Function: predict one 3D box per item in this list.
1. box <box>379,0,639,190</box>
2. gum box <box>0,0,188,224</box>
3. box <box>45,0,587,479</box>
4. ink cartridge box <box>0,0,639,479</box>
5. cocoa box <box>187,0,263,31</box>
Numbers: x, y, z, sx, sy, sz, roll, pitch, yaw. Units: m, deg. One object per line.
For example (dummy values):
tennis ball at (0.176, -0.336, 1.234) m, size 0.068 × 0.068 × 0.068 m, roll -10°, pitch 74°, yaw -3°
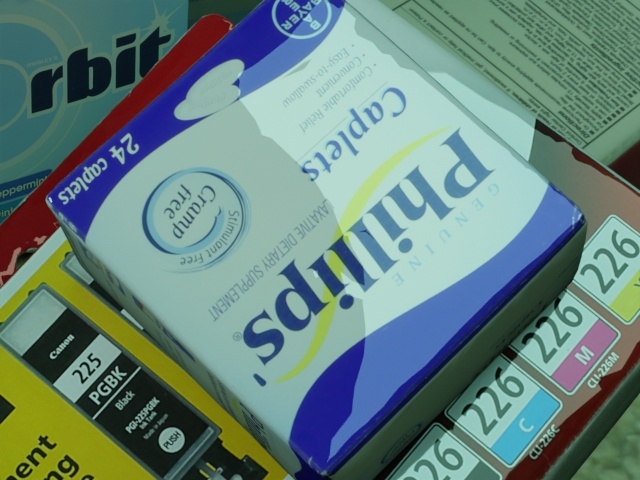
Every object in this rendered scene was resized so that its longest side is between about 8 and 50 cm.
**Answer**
box at (0.086, -0.056, 0.882) m, size 0.148 × 0.127 × 0.232 m, roll 42°, pitch 51°, yaw 16°
gum box at (-0.137, -0.085, 0.789) m, size 0.157 × 0.184 × 0.041 m, roll -20°, pitch 42°, yaw -32°
box at (0.000, 0.000, 0.573) m, size 0.137 × 0.072 × 0.126 m, roll 43°, pitch 77°, yaw 15°
ink cartridge box at (-0.049, 0.057, 0.663) m, size 0.272 × 0.130 × 0.309 m, roll 38°, pitch 74°, yaw 15°
cocoa box at (-0.089, -0.255, 0.919) m, size 0.347 × 0.231 × 0.228 m, roll -14°, pitch 59°, yaw -28°
